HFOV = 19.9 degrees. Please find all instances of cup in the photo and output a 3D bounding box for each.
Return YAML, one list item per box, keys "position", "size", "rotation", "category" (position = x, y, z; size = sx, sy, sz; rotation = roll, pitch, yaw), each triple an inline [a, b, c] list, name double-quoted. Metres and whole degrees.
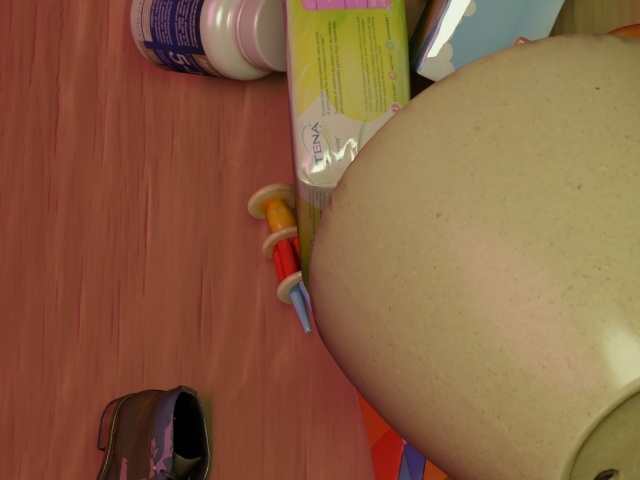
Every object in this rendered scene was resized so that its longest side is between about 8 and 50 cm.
- position: [0.184, 0.066, 1.204]
  size: [0.331, 0.331, 0.237]
  rotation: [-53, 37, 22]
  category: "cup"

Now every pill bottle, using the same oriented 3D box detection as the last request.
- position: [-0.091, -0.214, 1.785]
  size: [0.187, 0.112, 0.112]
  rotation: [13, 88, 48]
  category: "pill bottle"

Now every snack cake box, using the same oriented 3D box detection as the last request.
- position: [0.163, -0.246, 1.495]
  size: [0.152, 0.089, 0.264]
  rotation: [-99, 33, -81]
  category: "snack cake box"

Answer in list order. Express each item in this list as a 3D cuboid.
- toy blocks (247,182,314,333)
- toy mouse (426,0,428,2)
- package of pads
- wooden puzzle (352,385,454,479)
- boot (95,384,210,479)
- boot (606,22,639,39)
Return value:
- position: [0.000, 0.000, 1.669]
  size: [0.123, 0.054, 0.148]
  rotation: [-40, 54, 29]
  category: "toy blocks"
- position: [0.127, -0.270, 1.633]
  size: [0.161, 0.031, 0.143]
  rotation: [37, 106, 46]
  category: "toy mouse"
- position: [0.022, -0.130, 1.550]
  size: [0.229, 0.101, 0.296]
  rotation: [88, 178, -65]
  category: "package of pads"
- position: [0.090, 0.137, 1.502]
  size: [0.221, 0.044, 0.238]
  rotation: [-52, 46, 44]
  category: "wooden puzzle"
- position: [-0.163, 0.243, 1.747]
  size: [0.106, 0.082, 0.219]
  rotation: [-25, 59, 43]
  category: "boot"
- position: [0.241, -0.034, 1.390]
  size: [0.211, 0.104, 0.295]
  rotation: [-12, 66, 44]
  category: "boot"
